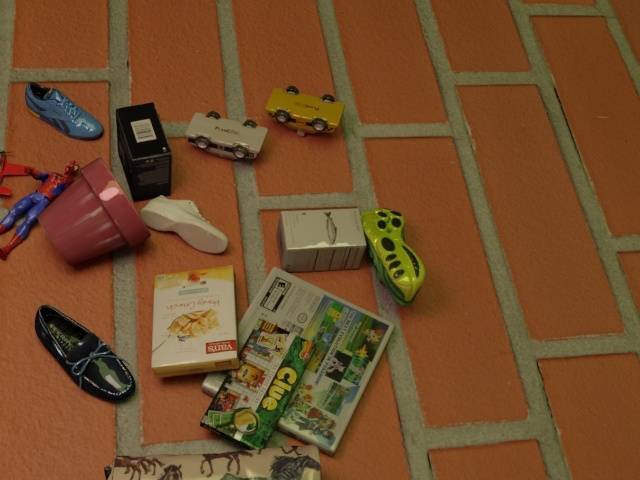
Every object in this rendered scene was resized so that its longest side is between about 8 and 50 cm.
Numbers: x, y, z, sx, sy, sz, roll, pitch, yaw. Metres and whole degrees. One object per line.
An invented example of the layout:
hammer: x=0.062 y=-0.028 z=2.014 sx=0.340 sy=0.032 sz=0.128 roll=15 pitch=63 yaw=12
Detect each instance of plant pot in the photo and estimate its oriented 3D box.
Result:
plant pot: x=-0.491 y=-0.046 z=1.860 sx=0.180 sy=0.201 sz=0.201 roll=-34 pitch=67 yaw=-10

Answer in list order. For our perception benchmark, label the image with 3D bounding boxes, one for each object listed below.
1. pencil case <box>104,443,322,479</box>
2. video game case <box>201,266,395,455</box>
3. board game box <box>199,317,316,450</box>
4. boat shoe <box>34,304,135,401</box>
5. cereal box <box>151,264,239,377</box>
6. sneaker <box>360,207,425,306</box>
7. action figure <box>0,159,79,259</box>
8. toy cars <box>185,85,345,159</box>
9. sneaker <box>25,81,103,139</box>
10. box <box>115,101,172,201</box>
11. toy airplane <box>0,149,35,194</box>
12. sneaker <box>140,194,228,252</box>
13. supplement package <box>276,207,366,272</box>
pencil case: x=-0.185 y=0.462 z=1.576 sx=0.410 sy=0.183 sz=0.159 roll=-1 pitch=62 yaw=-12
video game case: x=-0.040 y=0.243 z=1.826 sx=0.300 sy=0.036 sz=0.329 roll=25 pitch=56 yaw=8
board game box: x=-0.121 y=0.288 z=1.744 sx=0.136 sy=0.030 sz=0.259 roll=25 pitch=56 yaw=5
boat shoe: x=-0.480 y=0.227 z=1.731 sx=0.258 sy=0.089 sz=0.109 roll=32 pitch=58 yaw=11
cereal box: x=-0.257 y=0.164 z=1.797 sx=0.173 sy=0.047 sz=0.240 roll=-7 pitch=48 yaw=-1
sneaker: x=0.149 y=0.032 z=1.954 sx=0.109 sy=0.123 sz=0.295 roll=-2 pitch=39 yaw=-12
action figure: x=-0.624 y=-0.101 z=1.899 sx=0.091 sy=0.139 sz=0.280 roll=31 pitch=55 yaw=9
toy cars: x=-0.132 y=-0.272 z=2.123 sx=0.394 sy=0.087 sz=0.176 roll=-20 pitch=57 yaw=-17
sneaker: x=-0.612 y=-0.310 z=2.067 sx=0.209 sy=0.082 sz=0.069 roll=28 pitch=55 yaw=7
box: x=-0.402 y=-0.200 z=1.981 sx=0.093 sy=0.158 sz=0.156 roll=-13 pitch=60 yaw=-18
toy airplane: x=-0.728 y=-0.146 z=1.971 sx=0.151 sy=0.028 sz=0.151 roll=5 pitch=56 yaw=-8
sneaker: x=-0.291 y=-0.048 z=1.956 sx=0.212 sy=0.080 sz=0.094 roll=25 pitch=45 yaw=8
supplement package: x=0.000 y=0.000 z=1.949 sx=0.179 sy=0.105 sz=0.105 roll=-3 pitch=57 yaw=-12
